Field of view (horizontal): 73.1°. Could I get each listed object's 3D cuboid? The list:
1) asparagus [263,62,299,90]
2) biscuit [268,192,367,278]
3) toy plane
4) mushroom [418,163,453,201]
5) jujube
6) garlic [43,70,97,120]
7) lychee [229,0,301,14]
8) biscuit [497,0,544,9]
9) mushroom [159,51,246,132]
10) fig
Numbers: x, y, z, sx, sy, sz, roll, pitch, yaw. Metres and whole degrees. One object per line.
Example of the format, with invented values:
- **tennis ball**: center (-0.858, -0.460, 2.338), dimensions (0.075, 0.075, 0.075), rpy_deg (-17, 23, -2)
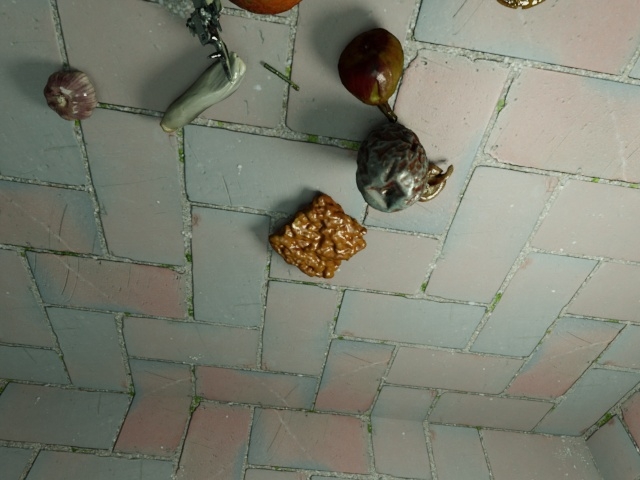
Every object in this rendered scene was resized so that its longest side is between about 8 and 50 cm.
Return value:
- **asparagus**: center (-0.115, -0.493, 1.304), dimensions (0.127, 0.015, 0.018), rpy_deg (30, 132, -20)
- **biscuit**: center (0.000, 0.000, 1.633), dimensions (0.318, 0.111, 0.312), rpy_deg (38, 119, -25)
- **toy plane**: center (-0.296, -0.553, 1.159), dimensions (0.192, 0.088, 0.262), rpy_deg (-2, 105, 50)
- **mushroom**: center (0.378, -0.209, 1.480), dimensions (0.170, 0.080, 0.135), rpy_deg (-29, 135, 21)
- **jujube**: center (0.218, -0.230, 1.322), dimensions (0.225, 0.317, 0.226), rpy_deg (6, 130, 7)
- **garlic**: center (-0.760, -0.435, 1.310), dimensions (0.159, 0.102, 0.147), rpy_deg (-23, 126, 19)
- **lychee**: center (-0.125, -0.677, 1.022), dimensions (0.299, 0.255, 0.255), rpy_deg (-20, 125, 20)
- **biscuit**: center (0.539, -0.710, 1.103), dimensions (0.225, 0.042, 0.226), rpy_deg (1, 129, 2)
- **mushroom**: center (-0.358, -0.434, 1.296), dimensions (0.351, 0.109, 0.097), rpy_deg (-28, 121, 22)
- **fig**: center (0.180, -0.447, 1.238), dimensions (0.190, 0.191, 0.290), rpy_deg (-29, 122, 22)
